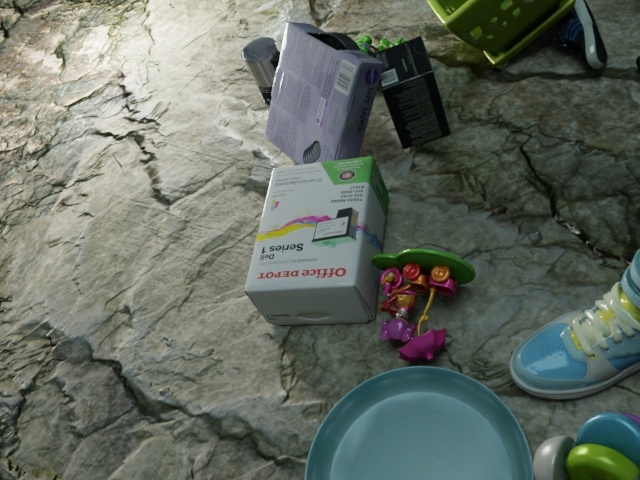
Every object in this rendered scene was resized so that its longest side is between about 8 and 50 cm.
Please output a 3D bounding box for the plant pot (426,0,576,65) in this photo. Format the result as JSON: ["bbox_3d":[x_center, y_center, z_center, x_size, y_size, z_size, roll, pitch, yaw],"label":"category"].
[{"bbox_3d":[0.354,-0.502,1.365,0.227,0.207,0.228,-39,45,25],"label":"plant pot"}]

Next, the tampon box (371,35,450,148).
[{"bbox_3d":[0.176,-0.284,1.328,0.101,0.161,0.120,-17,48,11],"label":"tampon box"}]

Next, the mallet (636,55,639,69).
[{"bbox_3d":[0.642,-0.285,1.215,0.062,0.039,0.189,-26,52,1],"label":"mallet"}]

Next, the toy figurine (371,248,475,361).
[{"bbox_3d":[0.143,0.109,1.075,0.173,0.130,0.159,5,66,27],"label":"toy figurine"}]

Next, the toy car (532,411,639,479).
[{"bbox_3d":[0.355,0.275,0.809,0.159,0.182,0.136,3,50,43],"label":"toy car"}]

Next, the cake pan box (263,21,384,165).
[{"bbox_3d":[-0.004,-0.275,1.347,0.070,0.267,0.246,-10,36,-39],"label":"cake pan box"}]

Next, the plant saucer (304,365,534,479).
[{"bbox_3d":[0.133,0.328,0.951,0.317,0.044,0.317,-12,50,14],"label":"plant saucer"}]

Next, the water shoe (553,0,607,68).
[{"bbox_3d":[0.505,-0.393,1.345,0.080,0.073,0.203,-25,40,32],"label":"water shoe"}]

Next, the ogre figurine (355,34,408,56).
[{"bbox_3d":[0.094,-0.398,1.498,0.197,0.097,0.118,27,56,24],"label":"ogre figurine"}]

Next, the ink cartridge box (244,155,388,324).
[{"bbox_3d":[0.000,0.000,1.212,0.201,0.117,0.278,-5,53,20],"label":"ink cartridge box"}]

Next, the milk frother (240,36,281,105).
[{"bbox_3d":[-0.088,-0.404,1.552,0.129,0.135,0.143,0,54,22],"label":"milk frother"}]

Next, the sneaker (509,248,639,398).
[{"bbox_3d":[0.396,0.093,0.909,0.319,0.208,0.127,-23,50,6],"label":"sneaker"}]
